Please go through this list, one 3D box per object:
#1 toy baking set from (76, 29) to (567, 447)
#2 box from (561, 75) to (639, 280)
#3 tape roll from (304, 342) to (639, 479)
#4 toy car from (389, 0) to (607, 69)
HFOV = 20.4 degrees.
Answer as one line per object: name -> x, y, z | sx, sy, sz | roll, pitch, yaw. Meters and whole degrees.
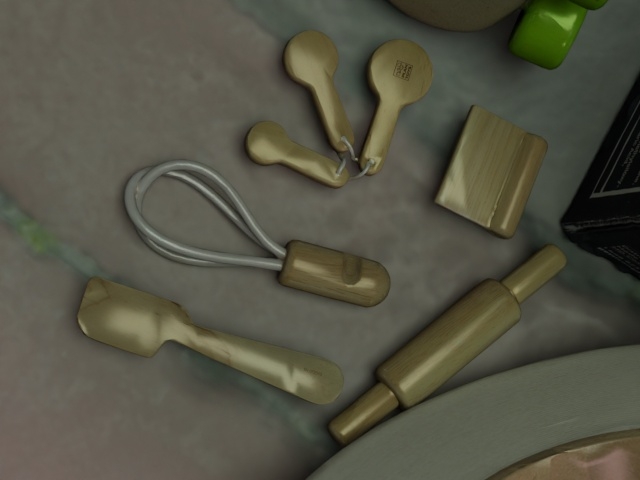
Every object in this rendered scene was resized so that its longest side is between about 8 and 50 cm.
toy baking set -> 0.005, 0.004, 0.942 | 0.256, 0.030, 0.197 | -43, 95, -13
box -> 0.310, -0.092, 0.888 | 0.183, 0.294, 0.296 | 31, 80, -11
tape roll -> 0.148, 0.168, 0.789 | 0.392, 0.392, 0.072 | -20, 116, -15
toy car -> 0.098, -0.213, 0.927 | 0.155, 0.149, 0.188 | 25, 70, -2
